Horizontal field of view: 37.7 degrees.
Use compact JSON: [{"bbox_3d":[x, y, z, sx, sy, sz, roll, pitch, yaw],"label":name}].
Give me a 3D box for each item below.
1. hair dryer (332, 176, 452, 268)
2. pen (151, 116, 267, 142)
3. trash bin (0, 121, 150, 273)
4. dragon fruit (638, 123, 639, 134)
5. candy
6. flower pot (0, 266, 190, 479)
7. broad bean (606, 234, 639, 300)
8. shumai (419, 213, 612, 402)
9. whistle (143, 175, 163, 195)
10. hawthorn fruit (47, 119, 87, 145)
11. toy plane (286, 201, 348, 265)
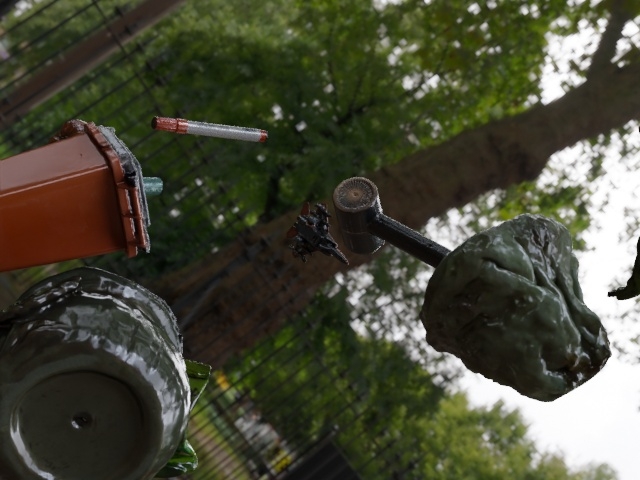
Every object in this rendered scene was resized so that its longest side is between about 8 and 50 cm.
[{"bbox_3d":[0.186,0.007,2.113,0.352,0.107,0.189,31,-24,28],"label":"hair dryer"},{"bbox_3d":[-0.209,-0.212,1.797,0.028,0.239,0.028,-6,-97,56],"label":"pen"},{"bbox_3d":[-0.356,-0.042,1.250,0.184,0.239,0.161,42,-37,50],"label":"trash bin"},{"bbox_3d":[0.576,-0.176,1.455,0.208,0.133,0.150,7,51,-58],"label":"dragon fruit"},{"bbox_3d":[-0.291,0.330,1.775,0.069,0.149,0.246,-127,-133,-64],"label":"candy"},{"bbox_3d":[-0.321,0.184,1.209,0.302,0.302,0.213,58,2,-22],"label":"flower pot"},{"bbox_3d":[0.639,0.040,1.856,0.061,0.195,0.046,34,8,34],"label":"broad bean"},{"bbox_3d":[0.351,0.133,1.564,0.263,0.309,0.304,48,7,31],"label":"shumai"},{"bbox_3d":[-0.379,-0.098,1.733,0.039,0.186,0.039,7,-81,48],"label":"whistle"},{"bbox_3d":[-0.512,-0.192,2.012,0.140,0.125,0.125,24,0,-23],"label":"hawthorn fruit"},{"bbox_3d":[-0.003,-0.001,1.873,0.061,0.130,0.189,24,13,-37],"label":"toy plane"}]
